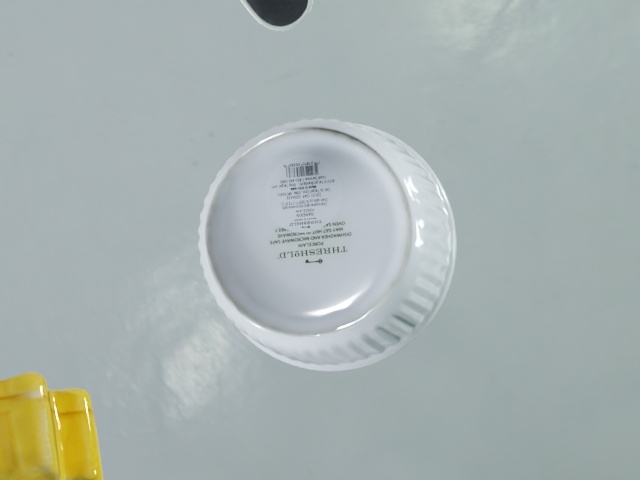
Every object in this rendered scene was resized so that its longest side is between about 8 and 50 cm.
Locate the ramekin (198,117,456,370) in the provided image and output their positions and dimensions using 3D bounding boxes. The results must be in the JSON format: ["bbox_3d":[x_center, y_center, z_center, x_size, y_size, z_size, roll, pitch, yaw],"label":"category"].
[{"bbox_3d":[0.000,0.000,1.054,0.207,0.109,0.207,-2,83,13],"label":"ramekin"}]

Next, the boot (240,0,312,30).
[{"bbox_3d":[-0.099,-0.326,1.336,0.088,0.176,0.244,-33,108,4],"label":"boot"}]

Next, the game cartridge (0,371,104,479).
[{"bbox_3d":[-0.250,0.135,0.549,0.324,0.285,0.052,-10,68,-13],"label":"game cartridge"}]
